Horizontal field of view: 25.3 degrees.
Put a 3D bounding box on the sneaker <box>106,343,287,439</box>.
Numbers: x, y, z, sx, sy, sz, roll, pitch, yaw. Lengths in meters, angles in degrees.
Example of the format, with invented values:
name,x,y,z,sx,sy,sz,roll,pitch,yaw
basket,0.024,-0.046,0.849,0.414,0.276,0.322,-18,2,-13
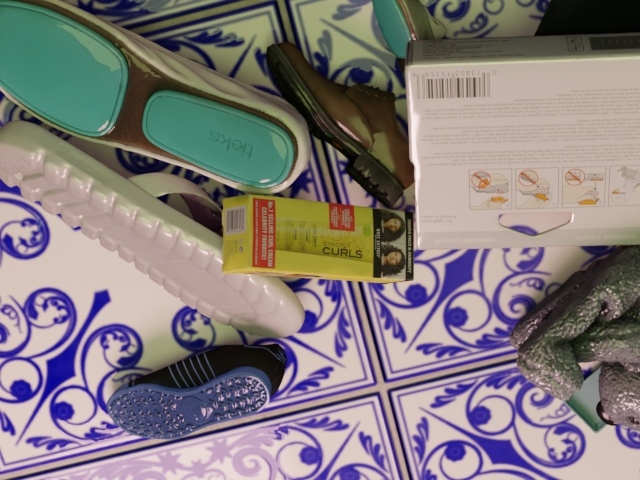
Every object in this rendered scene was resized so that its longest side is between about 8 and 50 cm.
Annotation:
name,x,y,z,sx,sy,sz,roll,pitch,yaw
sneaker,-0.145,0.178,1.720,0.232,0.090,0.081,-11,112,25

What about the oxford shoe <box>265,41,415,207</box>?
name,x,y,z,sx,sy,sz,roll,pitch,yaw
oxford shoe,0.030,-0.149,1.614,0.096,0.083,0.227,-47,104,-7

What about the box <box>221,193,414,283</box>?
name,x,y,z,sx,sy,sz,roll,pitch,yaw
box,0.000,0.000,1.592,0.232,0.058,0.087,6,81,-36

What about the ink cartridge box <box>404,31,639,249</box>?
name,x,y,z,sx,sy,sz,roll,pitch,yaw
ink cartridge box,0.235,-0.105,1.559,0.275,0.060,0.239,-1,126,6

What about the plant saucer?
name,x,y,z,sx,sy,sz,roll,pitch,yaw
plant saucer,0.388,0.153,1.746,0.192,0.018,0.067,-42,105,13

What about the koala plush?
name,x,y,z,sx,sy,sz,roll,pitch,yaw
koala plush,0.362,0.137,1.634,0.203,0.196,0.221,-42,92,10

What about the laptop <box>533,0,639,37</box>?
name,x,y,z,sx,sy,sz,roll,pitch,yaw
laptop,0.372,-0.288,1.553,0.234,0.136,0.264,19,65,-8

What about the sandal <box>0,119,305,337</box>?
name,x,y,z,sx,sy,sz,roll,pitch,yaw
sandal,-0.176,-0.028,1.624,0.416,0.169,0.102,34,64,-18

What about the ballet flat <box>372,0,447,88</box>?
name,x,y,z,sx,sy,sz,roll,pitch,yaw
ballet flat,0.117,-0.208,1.600,0.068,0.072,0.213,-27,110,-21

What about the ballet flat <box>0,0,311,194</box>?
name,x,y,z,sx,sy,sz,roll,pitch,yaw
ballet flat,-0.194,-0.166,1.565,0.400,0.139,0.139,23,107,2
